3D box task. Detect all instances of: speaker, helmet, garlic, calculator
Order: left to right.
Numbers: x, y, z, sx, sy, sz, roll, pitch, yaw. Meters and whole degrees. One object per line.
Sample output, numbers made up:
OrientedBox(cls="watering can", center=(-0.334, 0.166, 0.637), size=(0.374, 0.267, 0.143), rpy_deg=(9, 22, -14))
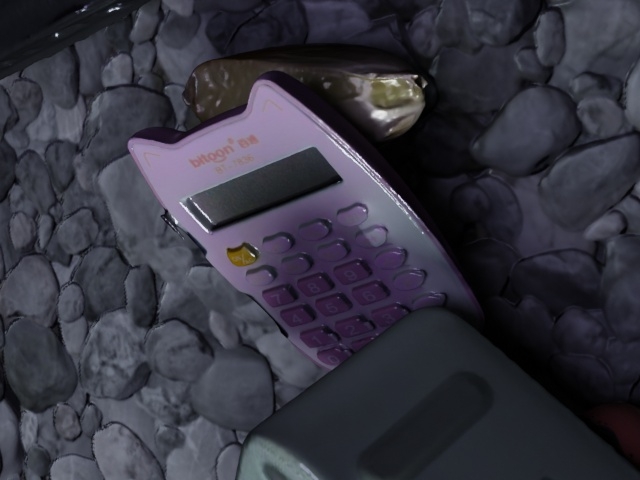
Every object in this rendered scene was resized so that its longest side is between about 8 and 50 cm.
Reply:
OrientedBox(cls="calculator", center=(0.000, -0.001, 1.173), size=(0.194, 0.043, 0.294), rpy_deg=(-21, 121, 37))
OrientedBox(cls="garlic", center=(0.003, -0.107, 1.174), size=(0.195, 0.101, 0.087), rpy_deg=(6, 97, 29))
OrientedBox(cls="speaker", center=(0.143, 0.240, 1.086), size=(0.406, 0.184, 0.183), rpy_deg=(41, 150, 18))
OrientedBox(cls="helmet", center=(0.219, 0.142, 1.124), size=(0.084, 0.049, 0.065), rpy_deg=(38, 161, 43))

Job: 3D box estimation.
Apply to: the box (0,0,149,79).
OrientedBox(cls="box", center=(-0.281, -0.295, 1.331), size=(0.290, 0.073, 0.289), rpy_deg=(-19, 90, 34))
